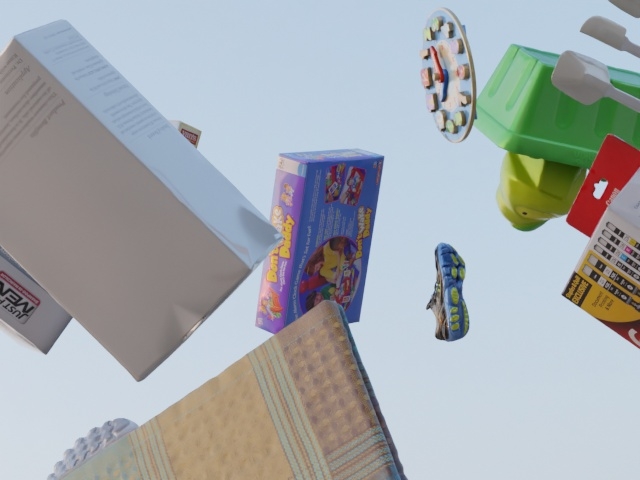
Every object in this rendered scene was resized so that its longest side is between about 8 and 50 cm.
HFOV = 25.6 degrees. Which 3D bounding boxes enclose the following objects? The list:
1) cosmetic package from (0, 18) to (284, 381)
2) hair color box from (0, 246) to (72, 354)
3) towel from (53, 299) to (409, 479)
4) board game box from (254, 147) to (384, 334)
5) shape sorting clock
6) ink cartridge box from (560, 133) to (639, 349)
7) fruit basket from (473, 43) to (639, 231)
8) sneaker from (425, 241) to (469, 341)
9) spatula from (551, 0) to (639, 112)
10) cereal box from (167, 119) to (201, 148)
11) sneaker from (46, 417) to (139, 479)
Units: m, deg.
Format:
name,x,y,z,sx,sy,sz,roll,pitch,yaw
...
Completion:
name,x,y,z,sx,sy,sz,roll,pitch,yaw
cosmetic package,-0.259,-0.050,1.673,0.217,0.385,0.156,-42,4,21
hair color box,-0.371,-0.043,2.028,0.185,0.374,0.113,43,-19,-27
towel,-0.084,0.253,1.235,0.370,0.271,0.040,-35,-33,22
board game box,0.000,0.000,2.749,0.078,0.347,0.233,20,17,39
shape sorting clock,0.191,-0.250,2.138,0.040,0.206,0.206,-10,-23,-11
ink cartridge box,0.496,0.016,2.207,0.130,0.272,0.309,-49,-15,-24
fruit basket,0.452,-0.158,2.652,0.392,0.283,0.392,-5,-68,-12
sneaker,0.220,0.091,2.522,0.067,0.188,0.078,15,-27,-40
spatula,0.407,-0.230,1.773,0.242,0.168,0.019,20,7,-35
cereal box,-0.258,-0.046,1.883,0.173,0.240,0.047,9,-11,47
sneaker,-0.319,0.361,1.877,0.115,0.281,0.105,37,4,-15
